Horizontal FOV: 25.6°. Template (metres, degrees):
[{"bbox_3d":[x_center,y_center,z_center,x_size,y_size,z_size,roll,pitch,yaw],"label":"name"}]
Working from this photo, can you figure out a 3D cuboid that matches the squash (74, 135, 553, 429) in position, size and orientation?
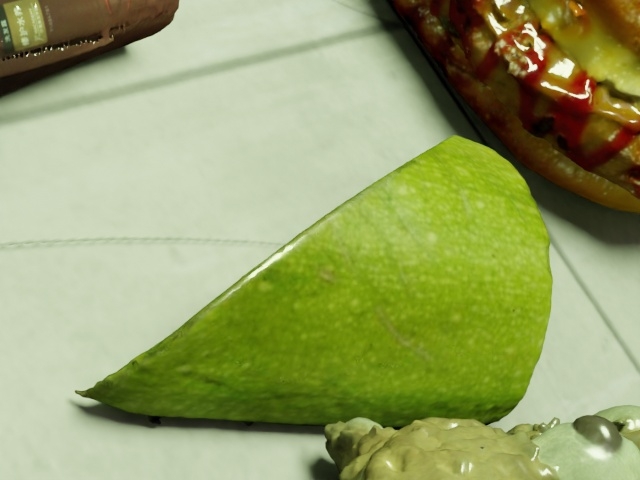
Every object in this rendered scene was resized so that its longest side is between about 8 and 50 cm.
[{"bbox_3d":[0.000,0.000,0.697,0.252,0.093,0.169,8,57,-37],"label":"squash"}]

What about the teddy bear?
[{"bbox_3d":[0.118,0.153,0.641,0.256,0.156,0.267,27,6,-24],"label":"teddy bear"}]

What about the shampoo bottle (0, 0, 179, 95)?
[{"bbox_3d":[-0.164,-0.100,0.652,0.236,0.067,0.068,-31,91,-48],"label":"shampoo bottle"}]

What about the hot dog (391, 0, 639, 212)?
[{"bbox_3d":[0.149,-0.192,0.900,0.223,0.185,0.405,-25,78,-49],"label":"hot dog"}]
